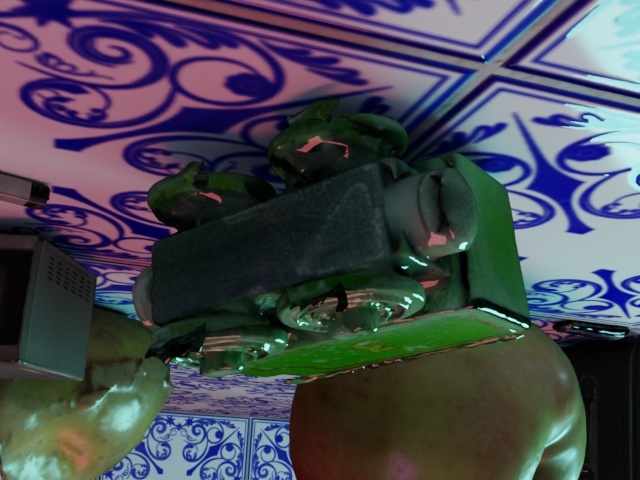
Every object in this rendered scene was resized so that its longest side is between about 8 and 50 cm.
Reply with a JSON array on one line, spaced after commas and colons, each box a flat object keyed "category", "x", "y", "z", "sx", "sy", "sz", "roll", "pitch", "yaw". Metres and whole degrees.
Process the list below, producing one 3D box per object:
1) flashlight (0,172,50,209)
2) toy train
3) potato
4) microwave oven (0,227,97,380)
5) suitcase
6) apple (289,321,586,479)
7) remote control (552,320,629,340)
[{"category": "flashlight", "x": -0.242, "y": -0.041, "z": 0.585, "sx": 0.083, "sy": 0.018, "sz": 0.018, "roll": 16, "pitch": 157, "yaw": -38}, {"category": "toy train", "x": 0.004, "y": 0.018, "z": 0.517, "sx": 0.243, "sy": 0.132, "sz": 0.188, "roll": -17, "pitch": 156, "yaw": 30}, {"category": "potato", "x": -0.308, "y": 0.188, "z": 1.035, "sx": 0.237, "sy": 0.301, "sz": 0.289, "roll": -12, "pitch": -156, "yaw": -24}, {"category": "microwave oven", "x": -0.336, "y": 0.059, "z": 0.747, "sx": 0.205, "sy": 0.129, "sz": 0.163, "roll": 2, "pitch": 165, "yaw": 5}, {"category": "suitcase", "x": 0.486, "y": 0.307, "z": 1.176, "sx": 0.194, "sy": 0.283, "sz": 0.434, "roll": -9, "pitch": 159, "yaw": 44}, {"category": "apple", "x": 0.123, "y": 0.212, "z": 0.878, "sx": 0.277, "sy": 0.319, "sz": 0.319, "roll": 13, "pitch": 172, "yaw": 36}, {"category": "remote control", "x": 0.344, "y": 0.115, "z": 1.015, "sx": 0.096, "sy": 0.014, "sz": 0.039, "roll": 9, "pitch": 162, "yaw": -17}]
